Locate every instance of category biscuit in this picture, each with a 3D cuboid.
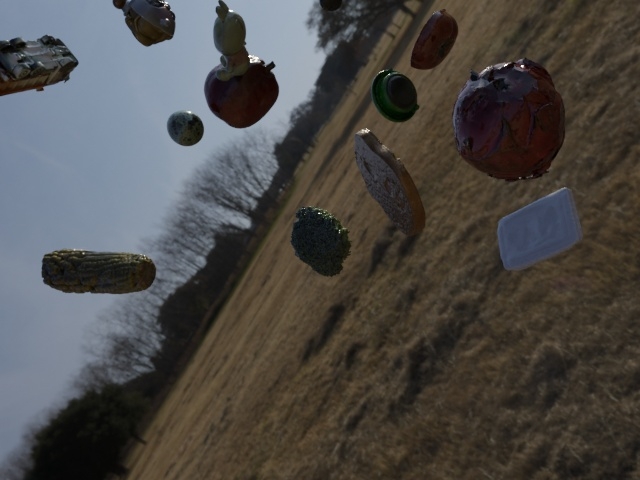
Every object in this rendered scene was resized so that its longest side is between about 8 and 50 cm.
[{"bbox_3d":[0.242,-0.193,1.978,0.062,0.365,0.385,-34,-30,-9],"label":"biscuit"}]

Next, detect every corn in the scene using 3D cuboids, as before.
[{"bbox_3d":[-0.459,0.063,1.170,0.320,0.097,0.097,0,46,32],"label":"corn"}]

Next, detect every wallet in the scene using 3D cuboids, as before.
[{"bbox_3d":[0.428,-0.017,1.128,0.183,0.032,0.124,-37,50,52],"label":"wallet"}]

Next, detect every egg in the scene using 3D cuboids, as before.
[{"bbox_3d":[-0.512,-0.426,2.157,0.172,0.132,0.132,37,97,42],"label":"egg"}]

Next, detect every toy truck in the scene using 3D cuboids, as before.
[{"bbox_3d":[-0.780,-0.458,1.516,0.135,0.114,0.270,-33,8,30],"label":"toy truck"}]

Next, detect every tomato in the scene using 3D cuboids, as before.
[{"bbox_3d":[0.406,-0.690,2.009,0.225,0.085,0.225,-47,-17,-18],"label":"tomato"}]

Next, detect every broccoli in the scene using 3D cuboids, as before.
[{"bbox_3d":[-0.002,-0.001,1.937,0.198,0.176,0.226,-39,54,20],"label":"broccoli"}]

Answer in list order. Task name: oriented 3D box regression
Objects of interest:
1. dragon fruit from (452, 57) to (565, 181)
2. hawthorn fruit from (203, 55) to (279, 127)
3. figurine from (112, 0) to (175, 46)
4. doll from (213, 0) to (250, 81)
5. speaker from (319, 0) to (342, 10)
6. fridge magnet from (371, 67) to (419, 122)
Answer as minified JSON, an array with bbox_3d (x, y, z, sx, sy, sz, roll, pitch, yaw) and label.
[{"bbox_3d":[0.483,-0.305,1.472,0.295,0.296,0.301,-61,-28,-21],"label":"dragon fruit"},{"bbox_3d":[-0.288,-0.583,2.202,0.307,0.265,0.265,-26,20,22],"label":"hawthorn fruit"},{"bbox_3d":[-0.498,-0.679,1.683,0.133,0.194,0.274,-35,34,24],"label":"figurine"},{"bbox_3d":[-0.286,-0.645,1.864,0.275,0.113,0.154,98,-175,-56],"label":"doll"},{"bbox_3d":[0.037,-0.634,1.450,0.094,0.060,0.075,-23,61,45],"label":"speaker"},{"bbox_3d":[0.282,-0.545,2.152,0.088,0.208,0.208,-20,37,60],"label":"fridge magnet"}]
